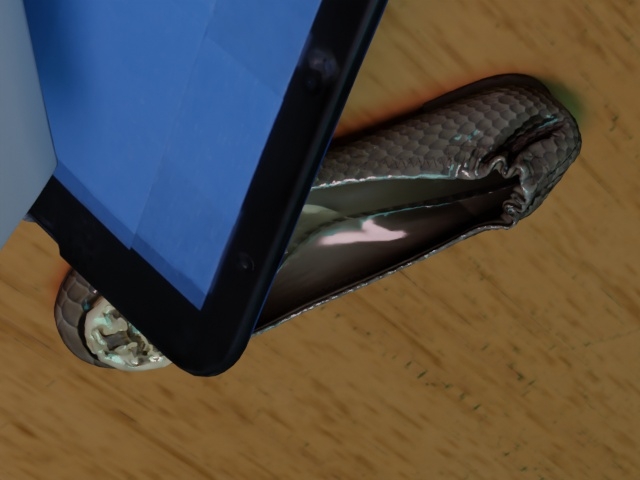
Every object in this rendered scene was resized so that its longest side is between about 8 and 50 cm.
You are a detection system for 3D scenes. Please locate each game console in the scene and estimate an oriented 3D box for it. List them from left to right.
[{"bbox_3d":[-0.121,-0.118,0.618,0.250,0.173,0.293,7,126,-23],"label":"game console"}]

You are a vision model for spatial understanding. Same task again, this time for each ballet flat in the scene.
[{"bbox_3d":[0.000,0.000,0.832,0.250,0.058,0.084,-22,131,1],"label":"ballet flat"}]

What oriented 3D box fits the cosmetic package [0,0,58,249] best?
[{"bbox_3d":[-0.221,-0.088,0.563,0.224,0.138,0.224,3,123,15],"label":"cosmetic package"}]
